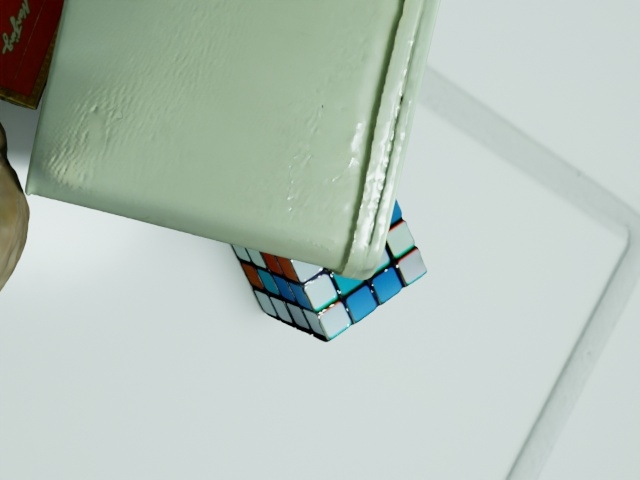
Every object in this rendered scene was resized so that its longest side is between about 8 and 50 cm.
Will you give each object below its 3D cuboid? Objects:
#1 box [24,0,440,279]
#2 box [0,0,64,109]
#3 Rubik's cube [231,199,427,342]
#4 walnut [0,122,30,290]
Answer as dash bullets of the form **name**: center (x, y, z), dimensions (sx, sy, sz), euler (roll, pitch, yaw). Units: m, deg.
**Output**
- **box**: center (-0.085, -0.170, 1.452), dimensions (0.344, 0.177, 0.352), euler (12, 94, -8)
- **box**: center (-0.371, -0.241, 1.472), dimensions (0.240, 0.074, 0.153), euler (21, 86, -29)
- **Rubik's cube**: center (0.000, 0.000, 1.673), dimensions (0.151, 0.154, 0.155), euler (-32, 114, -20)
- **walnut**: center (-0.412, -0.028, 1.398), dimensions (0.273, 0.227, 0.273), euler (-5, 112, -12)
